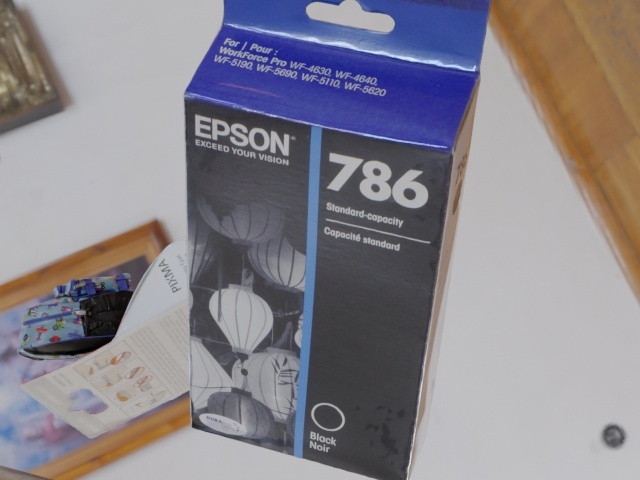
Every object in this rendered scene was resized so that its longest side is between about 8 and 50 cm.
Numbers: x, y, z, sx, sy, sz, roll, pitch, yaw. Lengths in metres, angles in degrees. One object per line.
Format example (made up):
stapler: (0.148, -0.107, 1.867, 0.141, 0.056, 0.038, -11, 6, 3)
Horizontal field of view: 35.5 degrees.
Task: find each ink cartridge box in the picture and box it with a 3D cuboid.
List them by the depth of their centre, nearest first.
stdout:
ink cartridge box: (0.000, 0.000, 0.624, 0.065, 0.165, 0.333, -56, -26, -54)
ink cartridge box: (-0.206, 0.120, 1.397, 0.091, 0.385, 0.308, 59, 173, 23)

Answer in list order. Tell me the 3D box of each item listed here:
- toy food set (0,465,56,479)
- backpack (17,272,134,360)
toy food set: (-0.243, 0.344, 0.795, 0.092, 0.219, 0.306, 84, -159, -67)
backpack: (-0.367, 0.119, 1.491, 0.158, 0.173, 0.117, 149, 112, -71)
